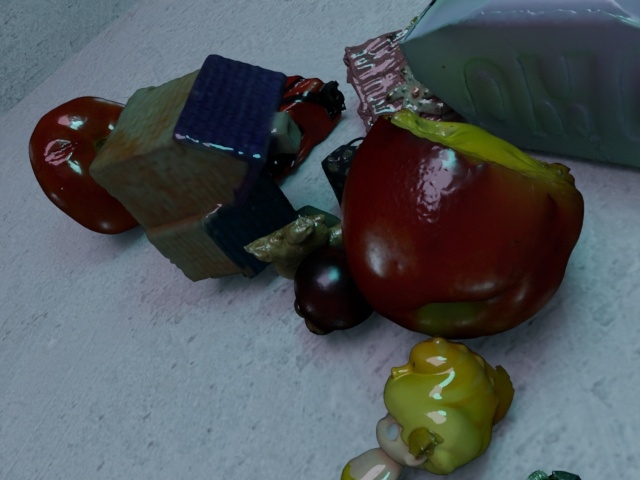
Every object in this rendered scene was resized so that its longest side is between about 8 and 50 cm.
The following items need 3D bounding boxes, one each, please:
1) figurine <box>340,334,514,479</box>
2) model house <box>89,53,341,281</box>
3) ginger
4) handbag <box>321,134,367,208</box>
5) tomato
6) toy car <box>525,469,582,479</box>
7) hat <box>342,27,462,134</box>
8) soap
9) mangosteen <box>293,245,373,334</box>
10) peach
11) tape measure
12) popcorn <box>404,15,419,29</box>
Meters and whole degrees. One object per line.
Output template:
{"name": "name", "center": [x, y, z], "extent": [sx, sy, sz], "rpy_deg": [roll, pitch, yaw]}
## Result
{"name": "figurine", "center": [0.098, 0.215, 0.565], "extent": [0.246, 0.131, 0.156], "rpy_deg": [-51, 3, 8]}
{"name": "model house", "center": [-0.133, -0.106, 0.830], "extent": [0.280, 0.312, 0.245], "rpy_deg": [-14, 43, 25]}
{"name": "ginger", "center": [0.004, -0.007, 0.782], "extent": [0.214, 0.133, 0.058], "rpy_deg": [-29, 57, -1]}
{"name": "handbag", "center": [0.067, -0.121, 0.872], "extent": [0.072, 0.115, 0.139], "rpy_deg": [-9, 34, 28]}
{"name": "tomato", "center": [-0.470, -0.155, 1.139], "extent": [0.226, 0.299, 0.298], "rpy_deg": [-41, 30, 50]}
{"name": "toy car", "center": [0.181, 0.290, 0.484], "extent": [0.186, 0.058, 0.093], "rpy_deg": [-31, 42, -9]}
{"name": "hat", "center": [0.189, -0.292, 0.900], "extent": [0.287, 0.107, 0.236], "rpy_deg": [-22, 76, 12]}
{"name": "soap", "center": [0.333, -0.230, 0.660], "extent": [0.446, 0.261, 0.156], "rpy_deg": [22, 73, 42]}
{"name": "mangosteen", "center": [0.015, 0.076, 0.731], "extent": [0.140, 0.140, 0.140], "rpy_deg": [-18, 48, 21]}
{"name": "peach", "center": [0.160, -0.053, 0.635], "extent": [0.281, 0.281, 0.338], "rpy_deg": [-8, 52, 28]}
{"name": "tape measure", "center": [-0.113, -0.227, 1.055], "extent": [0.253, 0.114, 0.260], "rpy_deg": [25, 72, 44]}
{"name": "popcorn", "center": [0.182, -0.369, 1.001], "extent": [0.109, 0.089, 0.097], "rpy_deg": [-43, 30, -9]}
